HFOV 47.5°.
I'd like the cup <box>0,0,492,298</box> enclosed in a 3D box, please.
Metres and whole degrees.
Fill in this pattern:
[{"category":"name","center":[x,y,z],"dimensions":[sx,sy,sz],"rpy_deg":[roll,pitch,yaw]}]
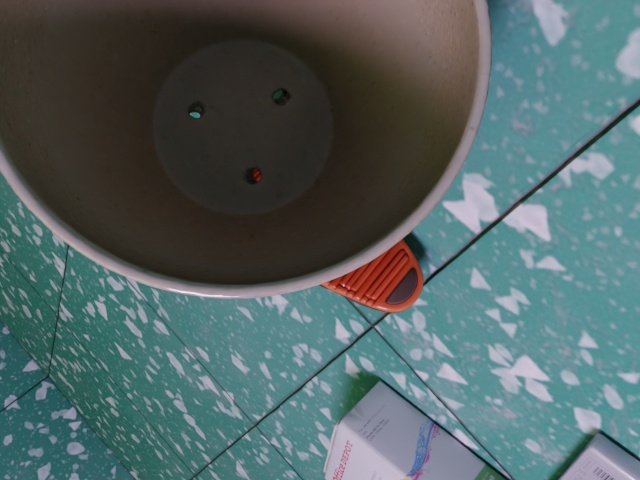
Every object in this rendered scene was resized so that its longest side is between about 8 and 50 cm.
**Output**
[{"category":"cup","center":[-0.061,-0.116,0.569],"dimensions":[0.331,0.331,0.237],"rpy_deg":[49,173,3]}]

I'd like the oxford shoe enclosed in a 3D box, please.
[{"category":"oxford shoe","center":[0.000,0.000,0.777],"dimensions":[0.271,0.097,0.098],"rpy_deg":[35,163,30]}]

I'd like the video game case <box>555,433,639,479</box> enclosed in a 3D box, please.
[{"category":"video game case","center":[0.332,0.315,0.724],"dimensions":[0.227,0.026,0.206],"rpy_deg":[35,143,21]}]

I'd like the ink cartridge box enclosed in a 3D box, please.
[{"category":"ink cartridge box","center":[0.115,0.300,0.902],"dimensions":[0.212,0.093,0.154],"rpy_deg":[34,142,21]}]
